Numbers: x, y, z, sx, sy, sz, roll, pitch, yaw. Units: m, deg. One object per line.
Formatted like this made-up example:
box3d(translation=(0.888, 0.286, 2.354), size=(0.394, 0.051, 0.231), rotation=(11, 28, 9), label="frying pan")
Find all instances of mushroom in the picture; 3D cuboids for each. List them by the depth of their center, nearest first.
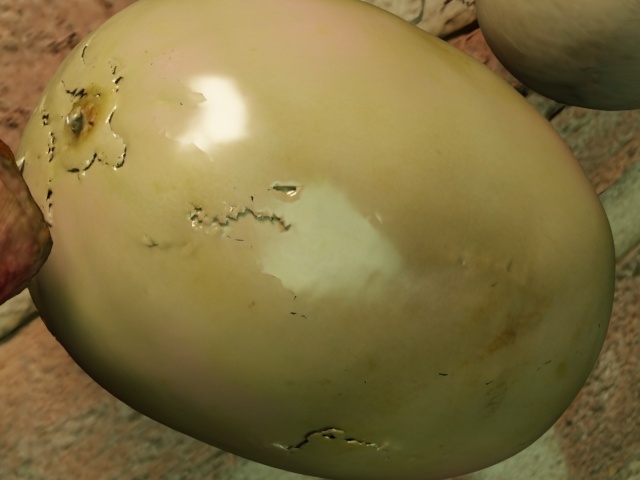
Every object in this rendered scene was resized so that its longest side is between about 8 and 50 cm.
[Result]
box3d(translation=(0.178, -0.195, 0.846), size=(0.243, 0.243, 0.243), rotation=(-12, 113, -31), label="mushroom")

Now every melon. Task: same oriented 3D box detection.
box3d(translation=(0.000, 0.000, 0.762), size=(0.317, 0.223, 0.223), rotation=(22, 93, -37), label="melon")

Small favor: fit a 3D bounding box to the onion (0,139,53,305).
box3d(translation=(-0.252, 0.105, 0.540), size=(0.398, 0.398, 0.420), rotation=(44, 62, -37), label="onion")
